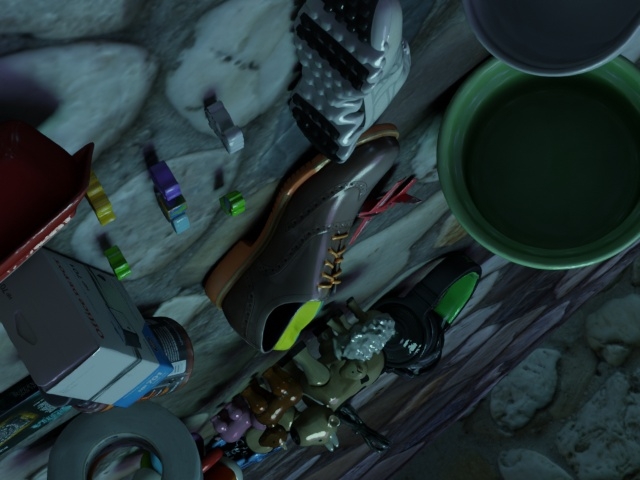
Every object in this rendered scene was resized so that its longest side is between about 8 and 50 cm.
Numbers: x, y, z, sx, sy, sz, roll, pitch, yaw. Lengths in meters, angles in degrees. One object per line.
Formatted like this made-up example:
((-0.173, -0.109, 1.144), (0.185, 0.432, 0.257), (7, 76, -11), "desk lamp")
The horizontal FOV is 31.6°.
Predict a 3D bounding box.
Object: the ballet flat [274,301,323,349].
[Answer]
((-0.053, 0.104, 1.701), (0.077, 0.077, 0.231), (-7, 151, -24), "ballet flat")

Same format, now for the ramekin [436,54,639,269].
((0.312, -0.105, 1.515), (0.303, 0.303, 0.148), (-38, 168, 4), "ramekin")

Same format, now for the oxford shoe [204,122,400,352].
((0.000, 0.000, 1.455), (0.130, 0.132, 0.363), (-9, 147, -51), "oxford shoe")

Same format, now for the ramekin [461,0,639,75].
((0.257, -0.275, 1.174), (0.207, 0.207, 0.109), (-47, 167, 27), "ramekin")

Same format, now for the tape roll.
((-0.280, 0.341, 1.632), (0.219, 0.219, 0.072), (-31, 158, -16), "tape roll")

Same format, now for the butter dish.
((-0.278, -0.044, 0.937), (0.160, 0.118, 0.160), (-41, -160, 7), "butter dish")

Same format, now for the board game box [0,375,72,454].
((-0.402, 0.233, 1.470), (0.186, 0.026, 0.126), (-33, 160, -9), "board game box")

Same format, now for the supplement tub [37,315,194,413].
((-0.259, 0.157, 1.423), (0.198, 0.106, 0.106), (-7, 145, -53), "supplement tub")

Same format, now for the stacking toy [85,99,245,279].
((-0.164, -0.048, 1.208), (0.167, 0.052, 0.221), (-30, 161, -14), "stacking toy")

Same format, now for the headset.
((0.180, 0.203, 2.138), (0.394, 0.185, 0.243), (-47, 160, -3), "headset")

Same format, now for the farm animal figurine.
((-0.014, 0.265, 1.906), (0.327, 0.172, 0.330), (-40, 177, -15), "farm animal figurine")

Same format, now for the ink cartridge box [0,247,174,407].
((-0.259, 0.099, 1.238), (0.082, 0.139, 0.191), (-37, 160, 4), "ink cartridge box")

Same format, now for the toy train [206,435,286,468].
((-0.147, 0.406, 2.213), (0.184, 0.080, 0.105), (-24, 163, -31), "toy train")

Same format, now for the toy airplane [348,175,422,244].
((0.094, -0.055, 1.644), (0.151, 0.028, 0.151), (-31, 161, -12), "toy airplane")

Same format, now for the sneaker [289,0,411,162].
((0.041, -0.191, 1.160), (0.118, 0.110, 0.292), (-39, 170, -17), "sneaker")

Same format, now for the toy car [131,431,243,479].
((-0.223, 0.391, 1.928), (0.159, 0.182, 0.136), (-39, 152, -48), "toy car")
